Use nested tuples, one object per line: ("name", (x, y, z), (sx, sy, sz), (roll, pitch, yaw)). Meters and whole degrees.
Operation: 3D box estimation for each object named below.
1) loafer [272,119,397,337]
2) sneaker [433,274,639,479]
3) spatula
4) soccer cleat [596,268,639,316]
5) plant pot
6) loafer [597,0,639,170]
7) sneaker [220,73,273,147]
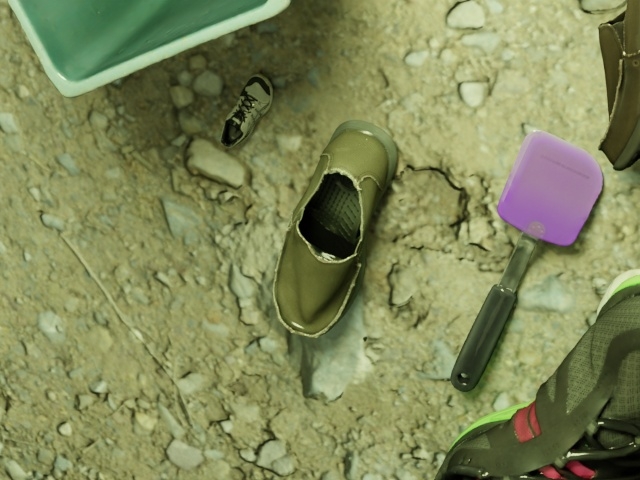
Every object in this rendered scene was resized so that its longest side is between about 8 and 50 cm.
("loafer", (0.000, 0.000, 1.566), (0.094, 0.087, 0.251), (23, 124, 12))
("sneaker", (0.239, 0.201, 1.449), (0.185, 0.202, 0.483), (40, 139, 4))
("spatula", (0.185, 0.033, 1.534), (0.084, 0.030, 0.296), (25, 124, 8))
("soccer cleat", (0.346, 0.100, 1.482), (0.196, 0.068, 0.076), (39, 141, 2))
("plant pot", (-0.125, -0.307, 1.352), (0.248, 0.252, 0.247), (-17, 108, 32))
("loafer", (0.275, -0.165, 1.362), (0.078, 0.080, 0.220), (25, 120, 22))
("sneaker", (-0.073, -0.124, 1.563), (0.032, 0.037, 0.083), (31, 124, 8))
